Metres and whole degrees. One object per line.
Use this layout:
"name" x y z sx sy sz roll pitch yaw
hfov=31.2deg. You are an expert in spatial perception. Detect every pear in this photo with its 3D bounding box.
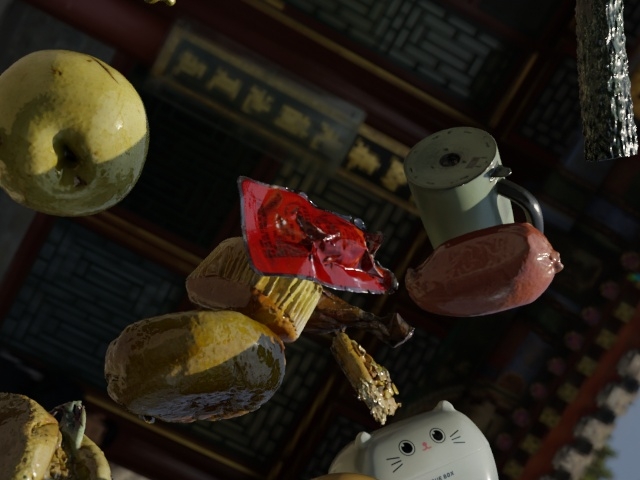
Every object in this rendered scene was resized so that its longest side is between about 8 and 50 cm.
"pear" -0.456 -0.194 2.049 0.309 0.309 0.309 -58 -167 21

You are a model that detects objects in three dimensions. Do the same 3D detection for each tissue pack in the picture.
"tissue pack" 0.183 0.481 2.362 0.229 0.333 0.235 -35 -107 60

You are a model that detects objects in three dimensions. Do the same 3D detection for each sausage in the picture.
"sausage" 0.270 0.050 1.879 0.254 0.148 0.148 -15 -141 29

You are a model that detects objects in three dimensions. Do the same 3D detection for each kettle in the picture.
"kettle" 0.279 -0.048 2.020 0.240 0.255 0.165 10 -133 35

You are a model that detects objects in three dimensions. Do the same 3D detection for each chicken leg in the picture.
"chicken leg" 0.057 0.168 2.509 0.093 0.304 0.113 -49 147 -58

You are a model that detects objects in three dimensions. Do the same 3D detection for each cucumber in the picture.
"cucumber" 0.500 -0.321 2.029 0.096 0.096 0.359 -179 -96 -77

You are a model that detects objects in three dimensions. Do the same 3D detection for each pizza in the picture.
"pizza" 0.098 0.264 2.102 0.069 0.226 0.147 -34 -148 2

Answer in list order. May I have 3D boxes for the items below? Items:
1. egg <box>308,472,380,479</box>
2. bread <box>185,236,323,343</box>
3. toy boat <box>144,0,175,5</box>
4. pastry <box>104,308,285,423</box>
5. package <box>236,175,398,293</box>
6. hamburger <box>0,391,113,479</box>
"egg" 0.034 0.403 1.509 0.244 0.201 0.201 -10 136 -59
"bread" -0.140 0.109 2.297 0.288 0.204 0.156 5 -130 47
"toy boat" -0.261 -0.454 1.599 0.141 0.099 0.318 -53 161 -28
"pastry" -0.235 0.243 2.164 0.356 0.356 0.163 135 -44 -56
"package" 0.000 0.000 1.740 0.071 0.269 0.194 -50 -142 26
"hamburger" -0.435 0.361 1.590 0.277 0.195 0.318 -22 -142 22
